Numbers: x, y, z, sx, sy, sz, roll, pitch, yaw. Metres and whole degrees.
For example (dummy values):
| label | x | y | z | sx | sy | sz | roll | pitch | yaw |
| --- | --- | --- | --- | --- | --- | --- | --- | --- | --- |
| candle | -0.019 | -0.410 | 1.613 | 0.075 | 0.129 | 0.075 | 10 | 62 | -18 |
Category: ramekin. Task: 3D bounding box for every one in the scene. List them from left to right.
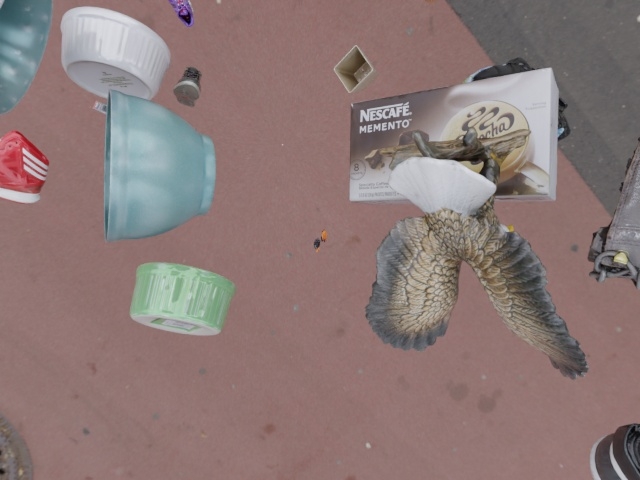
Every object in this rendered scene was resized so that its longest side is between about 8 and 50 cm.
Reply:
| label | x | y | z | sx | sy | sz | roll | pitch | yaw |
| --- | --- | --- | --- | --- | --- | --- | --- | --- | --- |
| ramekin | -0.548 | -0.474 | 1.130 | 0.273 | 0.273 | 0.127 | 7 | 79 | -7 |
| ramekin | -0.420 | 0.188 | 1.288 | 0.304 | 0.303 | 0.148 | 10 | 67 | -7 |

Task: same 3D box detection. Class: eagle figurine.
| label | x | y | z | sx | sy | sz | roll | pitch | yaw |
| --- | --- | --- | --- | --- | --- | --- | --- | --- | --- |
| eagle figurine | 0.176 | 0.024 | 0.505 | 0.225 | 0.226 | 0.298 | -2 | 95 | -8 |

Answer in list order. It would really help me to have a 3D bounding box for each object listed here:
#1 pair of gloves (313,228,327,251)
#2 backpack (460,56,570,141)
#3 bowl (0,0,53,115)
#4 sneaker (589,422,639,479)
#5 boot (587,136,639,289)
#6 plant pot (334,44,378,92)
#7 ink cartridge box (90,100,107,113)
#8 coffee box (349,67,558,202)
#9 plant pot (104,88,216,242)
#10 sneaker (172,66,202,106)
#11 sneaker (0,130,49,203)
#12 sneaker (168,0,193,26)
| label | x | y | z | sx | sy | sz | roll | pitch | yaw |
| --- | --- | --- | --- | --- | --- | --- | --- | --- | --- |
| pair of gloves | 0.000 | 0.000 | 1.740 | 0.083 | 0.010 | 0.074 | -49 | 149 | -26 |
| backpack | 0.488 | -0.341 | 1.171 | 0.273 | 0.356 | 0.290 | -35 | 83 | 39 |
| bowl | -0.682 | -0.425 | 0.842 | 0.163 | 0.311 | 0.311 | 20 | 100 | -22 |
| sneaker | 0.327 | 0.182 | 0.296 | 0.217 | 0.121 | 0.079 | 3 | 60 | 17 |
| boot | 0.289 | 0.033 | 0.248 | 0.091 | 0.229 | 0.262 | 42 | 65 | -52 |
| plant pot | 0.133 | -0.570 | 1.436 | 0.109 | 0.096 | 0.109 | -38 | 76 | 33 |
| ink cartridge box | -0.693 | -0.423 | 1.368 | 0.063 | 0.115 | 0.029 | 23 | 94 | -47 |
| coffee box | 0.200 | -0.143 | 0.668 | 0.297 | 0.119 | 0.168 | 2 | 92 | 33 |
| plant pot | -0.330 | -0.141 | 0.869 | 0.196 | 0.293 | 0.292 | 0 | 104 | -29 |
| sneaker | -0.433 | -0.527 | 1.396 | 0.083 | 0.222 | 0.118 | 12 | 90 | -22 |
| sneaker | -0.599 | -0.152 | 0.742 | 0.221 | 0.087 | 0.128 | 14 | 110 | -52 |
| sneaker | -0.417 | -0.710 | 1.255 | 0.068 | 0.170 | 0.071 | -25 | 70 | 4 |
